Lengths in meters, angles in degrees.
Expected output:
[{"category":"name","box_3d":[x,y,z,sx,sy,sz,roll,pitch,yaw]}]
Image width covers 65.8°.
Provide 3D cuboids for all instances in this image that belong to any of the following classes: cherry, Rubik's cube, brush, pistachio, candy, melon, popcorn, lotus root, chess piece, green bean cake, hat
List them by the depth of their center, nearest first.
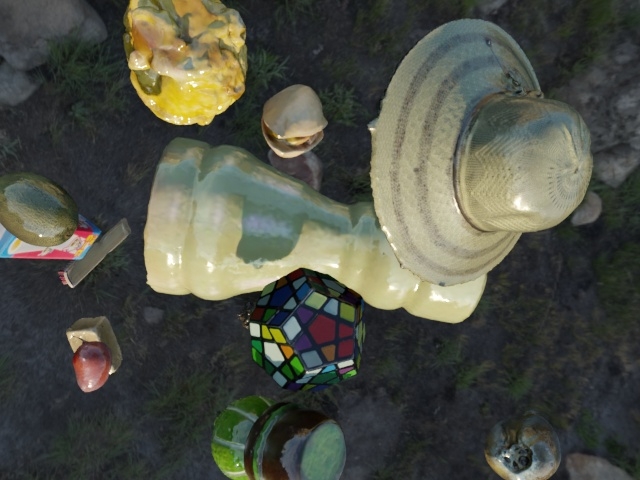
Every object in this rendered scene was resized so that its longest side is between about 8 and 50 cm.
[{"category":"hat","box_3d":[0.168,-0.067,0.425,0.252,0.110,0.251,-9,106,-34]},{"category":"Rubik's cube","box_3d":[-0.012,0.094,0.526,0.133,0.133,0.112,-50,119,-19]},{"category":"chess piece","box_3d":[0.000,0.000,0.713,0.443,0.234,0.233,9,84,-1]},{"category":"melon","box_3d":[-0.420,-0.047,0.727,0.131,0.098,0.098,40,72,-3]},{"category":"candy","box_3d":[-0.659,-0.038,1.125,0.157,0.306,0.100,38,92,6]},{"category":"cherry","box_3d":[-0.547,0.293,1.192,0.087,0.106,0.126,-11,108,-15]},{"category":"lotus root","box_3d":[0.499,0.497,1.194,0.322,0.158,0.139,13,61,-57]},{"category":"popcorn","box_3d":[-0.388,-0.549,1.445,0.345,0.390,0.353,-9,65,-10]},{"category":"brush","box_3d":[-0.682,0.030,1.508,0.321,0.050,0.060,-68,150,-57]},{"category":"green bean cake","box_3d":[-0.714,0.335,1.571,0.109,0.085,0.179,-8,113,11]},{"category":"pistachio","box_3d":[-0.089,-0.387,1.593,0.214,0.193,0.318,22,37,1]}]

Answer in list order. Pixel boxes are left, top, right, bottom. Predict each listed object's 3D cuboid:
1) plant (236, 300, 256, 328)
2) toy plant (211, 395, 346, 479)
[{"category":"plant","box_3d":[-0.162,0.198,1.261,0.087,0.174,0.085,8,81,-19]},{"category":"toy plant","box_3d":[-0.054,0.216,0.526,0.093,0.162,0.092,8,78,-45]}]
